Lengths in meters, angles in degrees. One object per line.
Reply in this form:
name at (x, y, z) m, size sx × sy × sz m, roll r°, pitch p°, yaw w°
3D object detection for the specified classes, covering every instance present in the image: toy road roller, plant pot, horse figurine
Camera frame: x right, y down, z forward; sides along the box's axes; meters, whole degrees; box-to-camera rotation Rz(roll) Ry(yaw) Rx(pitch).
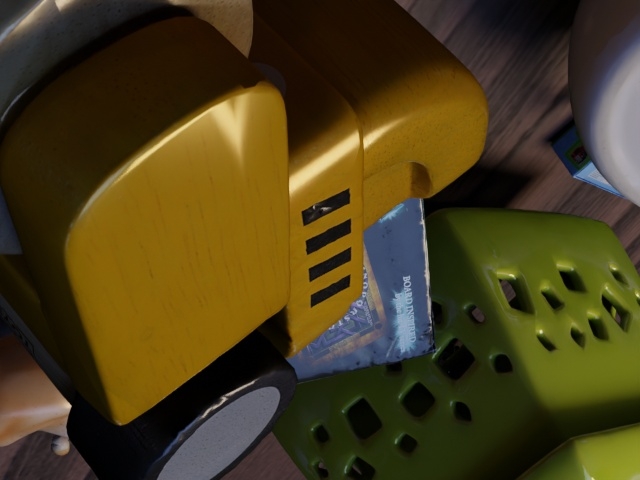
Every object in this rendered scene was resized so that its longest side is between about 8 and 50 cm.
toy road roller at (-0.054, -0.064, 0.486) m, size 0.240 × 0.202 × 0.329 m, roll -38°, pitch 157°, yaw -18°
plant pot at (0.129, 0.128, 0.855) m, size 0.227 × 0.207 × 0.228 m, roll 1°, pitch 140°, yaw -47°
horse figurine at (-0.162, 0.101, 0.739) m, size 0.263 × 0.066 × 0.174 m, roll 9°, pitch 141°, yaw -38°

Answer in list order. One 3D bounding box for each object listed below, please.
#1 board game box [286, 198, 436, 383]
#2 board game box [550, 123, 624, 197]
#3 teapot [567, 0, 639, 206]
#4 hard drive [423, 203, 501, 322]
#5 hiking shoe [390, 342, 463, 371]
board game box at (0.000, 0.000, 0.700) m, size 0.126 × 0.026 × 0.186 m, roll -11°, pitch 122°, yaw -6°
board game box at (0.296, -0.114, 0.911) m, size 0.211 × 0.039 × 0.160 m, roll -41°, pitch 152°, yaw 23°
teapot at (0.262, -0.133, 0.700) m, size 0.256 × 0.187 × 0.252 m, roll -10°, pitch 140°, yaw 23°
hard drive at (0.027, 0.040, 0.892) m, size 0.254 × 0.054 × 0.172 m, roll -5°, pitch 144°, yaw -41°
hiking shoe at (0.100, 0.142, 1.126) m, size 0.132 × 0.113 × 0.304 m, roll -61°, pitch 145°, yaw -5°
